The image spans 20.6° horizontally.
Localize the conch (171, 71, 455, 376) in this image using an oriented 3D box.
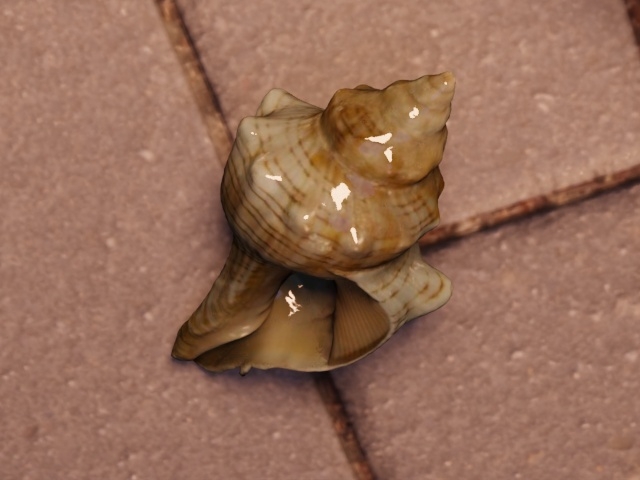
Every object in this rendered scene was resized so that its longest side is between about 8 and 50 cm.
[{"bbox_3d":[0.009,-0.009,1.330,0.203,0.169,0.386,43,148,4],"label":"conch"}]
